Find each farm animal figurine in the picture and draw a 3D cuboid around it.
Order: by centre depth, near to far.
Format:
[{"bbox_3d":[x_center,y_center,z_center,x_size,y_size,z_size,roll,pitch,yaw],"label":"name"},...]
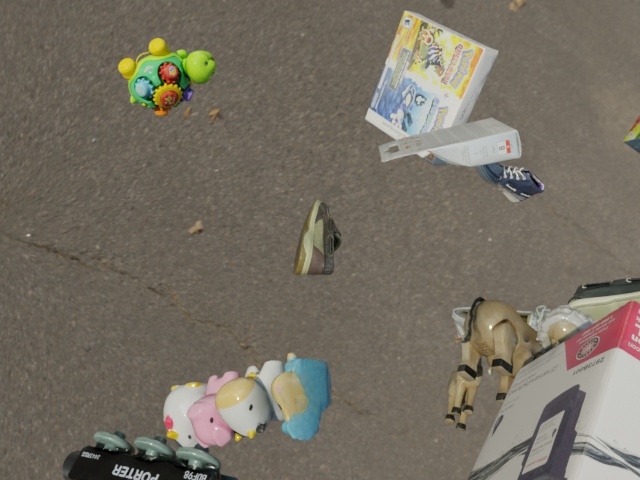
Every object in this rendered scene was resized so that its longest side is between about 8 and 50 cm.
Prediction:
[{"bbox_3d":[0.340,0.210,1.002,0.327,0.330,0.172,49,46,-35],"label":"farm animal figurine"}]

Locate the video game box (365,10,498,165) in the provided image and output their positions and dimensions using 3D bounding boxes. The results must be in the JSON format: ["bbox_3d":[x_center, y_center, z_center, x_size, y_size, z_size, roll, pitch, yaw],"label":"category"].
[{"bbox_3d":[0.181,-0.261,0.980,0.048,0.187,0.205,-10,130,-43],"label":"video game box"}]

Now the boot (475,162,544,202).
[{"bbox_3d":[0.476,-0.168,1.433,0.190,0.086,0.069,30,55,-28],"label":"boot"}]

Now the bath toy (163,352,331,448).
[{"bbox_3d":[-0.140,0.273,0.908,0.151,0.348,0.129,19,58,-41],"label":"bath toy"}]

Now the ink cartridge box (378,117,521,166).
[{"bbox_3d":[0.176,-0.127,0.809,0.179,0.145,0.045,-14,107,8],"label":"ink cartridge box"}]

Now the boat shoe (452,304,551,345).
[{"bbox_3d":[0.484,0.216,1.412,0.118,0.320,0.103,-51,126,-39],"label":"boat shoe"}]

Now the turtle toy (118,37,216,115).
[{"bbox_3d":[-0.205,-0.222,0.782,0.130,0.095,0.066,-32,63,3],"label":"turtle toy"}]

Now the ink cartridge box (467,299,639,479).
[{"bbox_3d":[0.199,0.189,0.445,0.100,0.172,0.237,36,55,7],"label":"ink cartridge box"}]

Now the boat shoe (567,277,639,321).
[{"bbox_3d":[0.697,0.124,1.195,0.127,0.339,0.113,57,42,-20],"label":"boat shoe"}]

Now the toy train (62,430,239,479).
[{"bbox_3d":[-0.273,0.422,0.956,0.190,0.333,0.142,67,33,-43],"label":"toy train"}]

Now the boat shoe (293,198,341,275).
[{"bbox_3d":[0.000,-0.001,1.020,0.073,0.224,0.080,19,118,-4],"label":"boat shoe"}]

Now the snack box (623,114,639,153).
[{"bbox_3d":[0.655,-0.250,0.987,0.070,0.174,0.207,32,89,-7],"label":"snack box"}]
